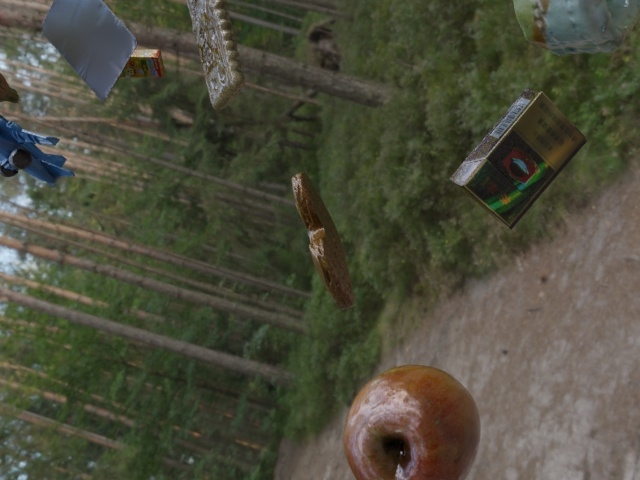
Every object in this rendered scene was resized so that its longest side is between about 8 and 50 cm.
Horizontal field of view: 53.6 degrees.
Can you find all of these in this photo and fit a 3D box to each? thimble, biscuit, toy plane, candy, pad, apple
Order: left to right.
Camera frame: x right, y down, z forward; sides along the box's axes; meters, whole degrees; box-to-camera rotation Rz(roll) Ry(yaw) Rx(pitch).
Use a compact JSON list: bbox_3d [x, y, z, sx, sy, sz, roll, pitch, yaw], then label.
[{"bbox_3d":[-0.654,-0.202,1.324,0.254,0.271,0.105,-12,53,46],"label":"toy plane"},{"bbox_3d":[-0.328,-0.288,0.891,0.112,0.157,0.003,-47,-11,28],"label":"pad"},{"bbox_3d":[-0.454,-0.439,1.572,0.062,0.122,0.038,89,-178,-49],"label":"candy"},{"bbox_3d":[-0.222,-0.434,1.258,0.217,0.044,0.325,180,76,-72],"label":"biscuit"},{"bbox_3d":[-0.002,0.001,1.451,0.262,0.052,0.277,58,-165,-46],"label":"biscuit"},{"bbox_3d":[0.166,0.346,1.124,0.253,0.253,0.253,17,-90,-87],"label":"apple"},{"bbox_3d":[0.464,-0.476,1.122,0.254,0.167,0.288,-23,-65,-36],"label":"thimble"}]

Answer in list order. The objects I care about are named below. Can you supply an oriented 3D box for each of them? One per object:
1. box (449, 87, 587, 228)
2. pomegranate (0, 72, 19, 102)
[{"bbox_3d":[0.401,-0.165,1.286,0.240,0.159,0.071,-51,25,8],"label":"box"},{"bbox_3d":[-0.977,-0.466,1.738,0.276,0.222,0.204,-17,-88,-49],"label":"pomegranate"}]
